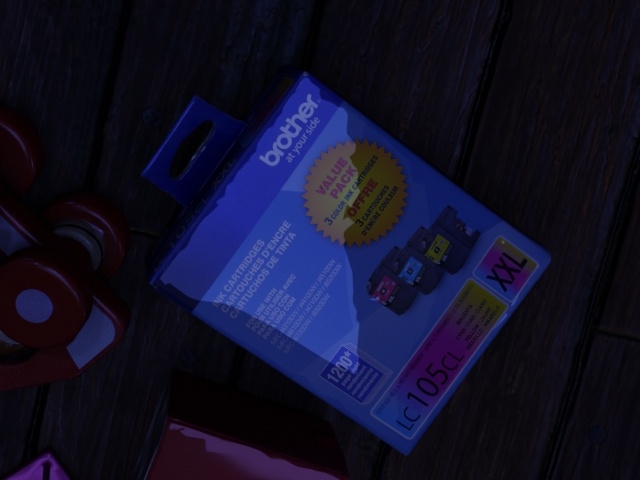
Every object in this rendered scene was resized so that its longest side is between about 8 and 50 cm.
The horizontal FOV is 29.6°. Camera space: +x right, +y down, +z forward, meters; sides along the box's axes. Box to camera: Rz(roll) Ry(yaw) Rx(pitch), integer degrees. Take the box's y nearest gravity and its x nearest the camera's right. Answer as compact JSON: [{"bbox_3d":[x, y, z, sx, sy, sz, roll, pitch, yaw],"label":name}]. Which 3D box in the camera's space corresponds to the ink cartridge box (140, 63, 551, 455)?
[{"bbox_3d":[0.000,0.000,1.271,0.395,0.151,0.270,35,93,-13],"label":"ink cartridge box"}]

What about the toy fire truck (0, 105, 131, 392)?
[{"bbox_3d":[-0.353,0.030,1.217,0.254,0.169,0.302,-37,106,23],"label":"toy fire truck"}]

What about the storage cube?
[{"bbox_3d":[-0.099,0.268,1.271,0.193,0.215,0.184,20,97,-8],"label":"storage cube"}]

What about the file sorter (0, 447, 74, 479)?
[{"bbox_3d":[-0.293,0.416,1.273,0.202,0.182,0.291,-32,105,-3],"label":"file sorter"}]
